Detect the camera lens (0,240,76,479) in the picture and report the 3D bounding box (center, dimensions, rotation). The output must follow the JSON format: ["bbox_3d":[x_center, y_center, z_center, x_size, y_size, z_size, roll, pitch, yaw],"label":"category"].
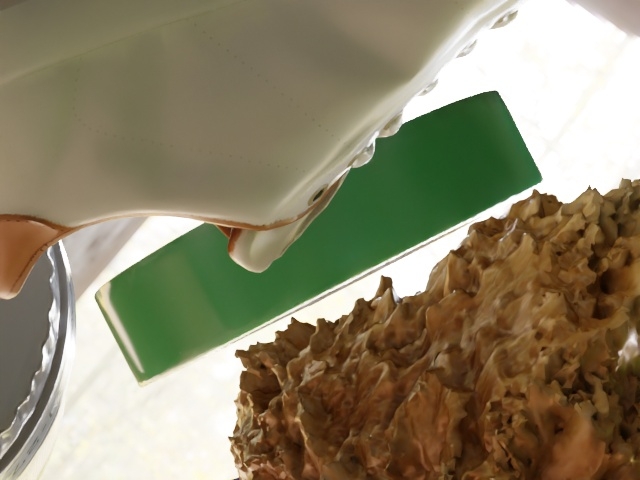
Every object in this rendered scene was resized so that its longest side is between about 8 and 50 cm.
[{"bbox_3d":[-0.231,0.053,0.775,0.219,0.219,0.274,38,-18,1],"label":"camera lens"}]

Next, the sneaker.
[{"bbox_3d":[0.001,-0.066,0.537,0.106,0.290,0.123,-129,-158,-62],"label":"sneaker"}]

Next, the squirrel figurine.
[{"bbox_3d":[0.089,0.181,0.666,0.370,0.281,0.397,152,-76,-78],"label":"squirrel figurine"}]

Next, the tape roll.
[{"bbox_3d":[0.000,0.000,1.140,0.077,0.321,0.321,63,-20,3],"label":"tape roll"}]

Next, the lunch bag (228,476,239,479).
[{"bbox_3d":[0.071,0.263,1.296,0.138,0.293,0.221,87,-23,-55],"label":"lunch bag"}]
